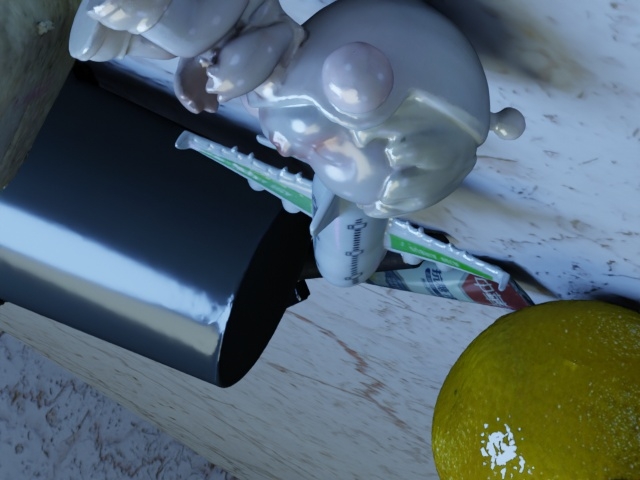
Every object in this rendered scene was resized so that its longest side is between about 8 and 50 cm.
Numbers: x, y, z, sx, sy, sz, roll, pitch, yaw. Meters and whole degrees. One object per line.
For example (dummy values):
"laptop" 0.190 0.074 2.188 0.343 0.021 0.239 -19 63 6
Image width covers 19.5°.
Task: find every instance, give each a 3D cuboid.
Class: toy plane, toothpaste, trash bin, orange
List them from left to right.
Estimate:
"trash bin" -0.188 -0.027 1.496 0.334 0.214 0.214 22 166 14
"toy plane" 0.026 -0.026 1.337 0.251 0.101 0.255 24 171 9
"toothpaste" 0.080 0.025 1.568 0.239 0.039 0.062 10 152 46
"orange" 0.202 0.153 1.428 0.236 0.236 0.236 25 167 6

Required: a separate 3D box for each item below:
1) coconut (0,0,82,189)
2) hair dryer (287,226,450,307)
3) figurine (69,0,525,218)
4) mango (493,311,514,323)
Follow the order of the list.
"coconut" -0.340 -0.130 1.147 0.353 0.352 0.352 25 167 6
"hair dryer" 0.000 0.002 1.560 0.248 0.070 0.114 -8 110 44
"figurine" -0.005 -0.104 1.048 0.257 0.144 0.182 34 145 -22
"mango" 0.187 0.090 1.579 0.079 0.057 0.114 29 176 -28
